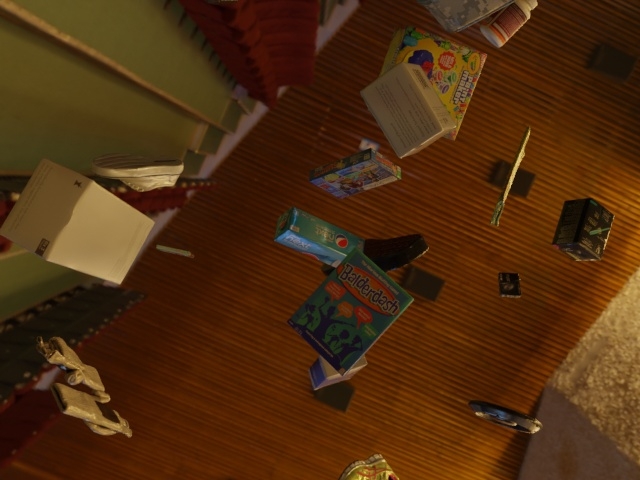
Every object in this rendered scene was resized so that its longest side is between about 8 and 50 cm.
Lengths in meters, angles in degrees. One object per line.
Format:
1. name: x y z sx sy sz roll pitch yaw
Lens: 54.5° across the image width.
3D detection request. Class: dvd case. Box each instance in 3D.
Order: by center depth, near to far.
1. dvd case: -0.384 0.029 1.652 0.119 0.087 0.013 147 -45 -84

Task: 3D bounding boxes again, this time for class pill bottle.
1. pill bottle: 0.534 -0.631 1.758 0.152 0.086 0.086 -45 -171 13

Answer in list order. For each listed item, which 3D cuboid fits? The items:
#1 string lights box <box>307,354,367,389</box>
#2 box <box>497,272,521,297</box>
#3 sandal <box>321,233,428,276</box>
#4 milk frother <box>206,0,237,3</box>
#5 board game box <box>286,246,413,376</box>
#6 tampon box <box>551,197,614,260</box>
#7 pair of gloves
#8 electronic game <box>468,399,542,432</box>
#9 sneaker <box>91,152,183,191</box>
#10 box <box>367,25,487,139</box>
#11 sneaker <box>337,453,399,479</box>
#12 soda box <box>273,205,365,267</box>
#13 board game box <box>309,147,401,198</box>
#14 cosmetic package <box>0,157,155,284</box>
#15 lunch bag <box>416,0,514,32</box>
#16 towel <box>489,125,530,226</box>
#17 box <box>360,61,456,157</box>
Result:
1. string lights box: 0.049 0.407 1.990 0.259 0.133 0.076 115 -42 -66
2. box: 0.625 0.147 2.059 0.018 0.067 0.083 88 6 -58
3. sandal: 0.133 0.071 1.651 0.167 0.107 0.446 -31 -171 -21
4. milk frother: -0.180 -0.546 1.215 0.143 0.129 0.135 -27 -179 34
5. board game box: 0.061 0.143 1.260 0.210 0.160 0.047 -48 166 -1
6. tampon box: 0.815 -0.033 1.934 0.101 0.120 0.161 -6 -124 61
7. pair of gloves: -0.490 0.298 1.287 0.042 0.240 0.204 -40 137 -7
8. electronic game: 0.575 0.546 1.941 0.229 0.229 0.048 126 -14 -73
9. sneaker: -0.486 -0.173 1.662 0.258 0.094 0.091 -4 127 -42
10. box: 0.344 -0.519 2.048 0.177 0.279 0.290 -112 -141 -71
11. sneaker: 0.104 0.532 1.352 0.208 0.094 0.081 -3 123 -51
12. soda box: 0.000 0.000 1.467 0.071 0.210 0.067 -34 -141 49
13. board game box: 0.089 -0.169 1.613 0.201 0.136 0.035 -16 -117 37
14. cosmetic package: -0.605 -0.035 1.597 0.217 0.156 0.385 -62 166 -10
15. lunch bag: 0.252 -0.531 0.994 0.305 0.256 0.212 -18 -128 44
16. towel: 0.451 -0.151 1.461 0.102 0.021 0.237 86 29 -60
17. box: 0.206 -0.302 1.437 0.119 0.182 0.181 -31 180 25
